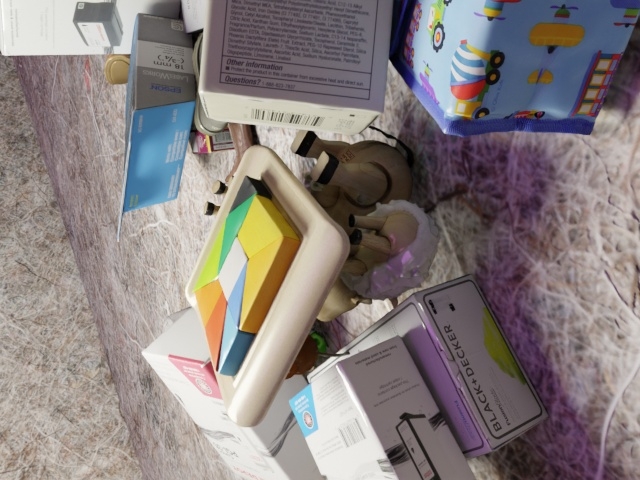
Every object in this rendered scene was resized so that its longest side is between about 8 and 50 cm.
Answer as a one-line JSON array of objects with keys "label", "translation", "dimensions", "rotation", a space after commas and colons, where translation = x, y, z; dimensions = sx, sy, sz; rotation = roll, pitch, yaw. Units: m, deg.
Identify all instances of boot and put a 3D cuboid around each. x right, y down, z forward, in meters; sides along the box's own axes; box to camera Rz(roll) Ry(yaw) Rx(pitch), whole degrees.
[{"label": "boot", "translation": [-0.113, -0.253, 0.910], "dimensions": [0.208, 0.076, 0.190], "rotation": [-10, 82, 55]}, {"label": "boot", "translation": [-0.396, -0.387, 1.248], "dimensions": [0.197, 0.072, 0.153], "rotation": [109, 151, -84]}, {"label": "boot", "translation": [-0.140, -0.157, 1.022], "dimensions": [0.106, 0.037, 0.114], "rotation": [-20, 88, 45]}]

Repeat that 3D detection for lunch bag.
[{"label": "lunch bag", "translation": [0.126, -0.250, 0.513], "dimensions": [0.293, 0.138, 0.221], "rotation": [-117, 30, -50]}]

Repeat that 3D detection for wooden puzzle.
[{"label": "wooden puzzle", "translation": [-0.077, 0.032, 0.640], "dimensions": [0.221, 0.044, 0.239], "rotation": [-63, 34, 16]}]

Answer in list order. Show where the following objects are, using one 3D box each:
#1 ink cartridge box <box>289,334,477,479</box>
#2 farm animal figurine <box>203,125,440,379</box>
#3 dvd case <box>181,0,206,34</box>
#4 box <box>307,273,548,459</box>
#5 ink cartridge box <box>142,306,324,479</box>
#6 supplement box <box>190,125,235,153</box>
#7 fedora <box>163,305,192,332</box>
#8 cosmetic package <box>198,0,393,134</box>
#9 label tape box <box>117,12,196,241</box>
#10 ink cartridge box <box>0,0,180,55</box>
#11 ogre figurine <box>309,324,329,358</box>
[{"label": "ink cartridge box", "translation": [0.066, 0.223, 0.631], "dimensions": [0.203, 0.085, 0.148], "rotation": [63, 146, 16]}, {"label": "farm animal figurine", "translation": [0.000, 0.000, 0.742], "dimensions": [0.327, 0.172, 0.331], "rotation": [-50, 39, 33]}, {"label": "dvd case", "translation": [-0.166, -0.429, 0.962], "dimensions": [0.238, 0.029, 0.180], "rotation": [16, 113, 55]}, {"label": "box", "translation": [0.104, 0.179, 0.721], "dimensions": [0.169, 0.087, 0.290], "rotation": [64, 147, 18]}, {"label": "ink cartridge box", "translation": [-0.110, 0.245, 0.937], "dimensions": [0.207, 0.117, 0.283], "rotation": [-5, 122, 50]}, {"label": "supplement box", "translation": [-0.186, -0.175, 1.072], "dimensions": [0.083, 0.054, 0.043], "rotation": [10, 110, 57]}, {"label": "fedora", "translation": [-0.235, 0.223, 1.236], "dimensions": [0.243, 0.124, 0.276], "rotation": [-34, 73, 56]}, {"label": "cosmetic package", "translation": [-0.016, -0.264, 0.555], "dimensions": [0.113, 0.160, 0.310], "rotation": [174, 102, -83]}, {"label": "label tape box", "translation": [-0.287, -0.194, 1.079], "dimensions": [0.241, 0.105, 0.334], "rotation": [116, 151, -47]}, {"label": "ink cartridge box", "translation": [-0.442, -0.451, 1.131], "dimensions": [0.223, 0.307, 0.129], "rotation": [53, 140, 32]}, {"label": "ogre figurine", "translation": [-0.074, 0.150, 0.985], "dimensions": [0.118, 0.096, 0.197], "rotation": [62, 159, 0]}]
